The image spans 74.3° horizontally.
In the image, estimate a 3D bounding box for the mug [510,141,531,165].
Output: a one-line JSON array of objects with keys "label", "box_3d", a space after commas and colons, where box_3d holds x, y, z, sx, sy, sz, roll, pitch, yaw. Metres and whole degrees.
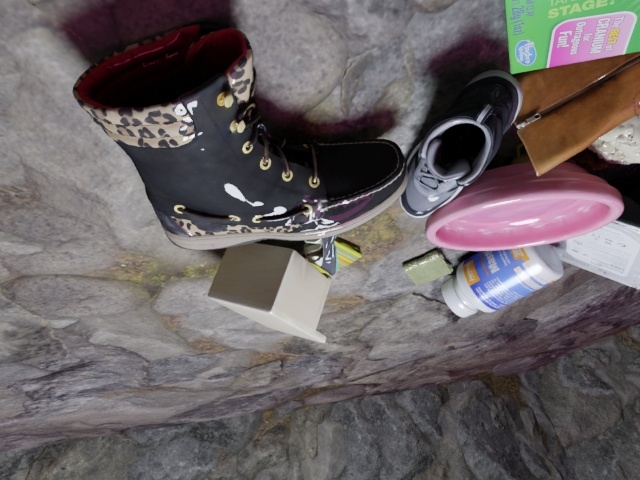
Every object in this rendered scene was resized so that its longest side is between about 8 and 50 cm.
[{"label": "mug", "box_3d": [0.385, -0.145, 0.774, 0.064, 0.078, 0.062, -18, -177, 23]}]

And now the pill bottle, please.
[{"label": "pill bottle", "box_3d": [0.449, 0.090, 1.079, 0.152, 0.152, 0.272, 13, 140, -38]}]

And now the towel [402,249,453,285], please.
[{"label": "towel", "box_3d": [0.279, 0.074, 1.101, 0.110, 0.027, 0.148, -26, 149, 20]}]

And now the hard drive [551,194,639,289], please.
[{"label": "hard drive", "box_3d": [0.642, -0.001, 0.949, 0.064, 0.236, 0.339, -59, 145, -5]}]

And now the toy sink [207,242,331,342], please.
[{"label": "toy sink", "box_3d": [-0.078, 0.103, 0.848, 0.152, 0.131, 0.234, 8, 159, 31]}]

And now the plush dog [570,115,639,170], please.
[{"label": "plush dog", "box_3d": [0.510, -0.185, 0.647, 0.262, 0.211, 0.225, -34, 168, 29]}]

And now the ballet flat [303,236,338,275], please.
[{"label": "ballet flat", "box_3d": [0.000, 0.000, 0.818, 0.074, 0.074, 0.203, -9, 141, -10]}]

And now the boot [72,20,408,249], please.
[{"label": "boot", "box_3d": [-0.070, -0.120, 0.537, 0.377, 0.138, 0.284, -9, 150, 3]}]

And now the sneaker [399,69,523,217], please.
[{"label": "sneaker", "box_3d": [0.176, -0.111, 0.620, 0.153, 0.101, 0.269, -46, 170, -44]}]

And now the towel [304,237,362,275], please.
[{"label": "towel", "box_3d": [-0.025, 0.066, 0.969, 0.237, 0.021, 0.102, -32, 140, 29]}]

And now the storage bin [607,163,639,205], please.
[{"label": "storage bin", "box_3d": [0.727, -0.119, 0.881, 0.084, 0.122, 0.180, 11, 141, -36]}]

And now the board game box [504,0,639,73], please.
[{"label": "board game box", "box_3d": [0.335, -0.286, 0.378, 0.316, 0.064, 0.242, -1, 157, 28]}]

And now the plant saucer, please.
[{"label": "plant saucer", "box_3d": [0.365, -0.059, 0.796, 0.332, 0.084, 0.332, -1, 163, 0]}]

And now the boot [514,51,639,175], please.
[{"label": "boot", "box_3d": [0.403, -0.161, 0.523, 0.280, 0.264, 0.096, -29, 169, 30]}]
